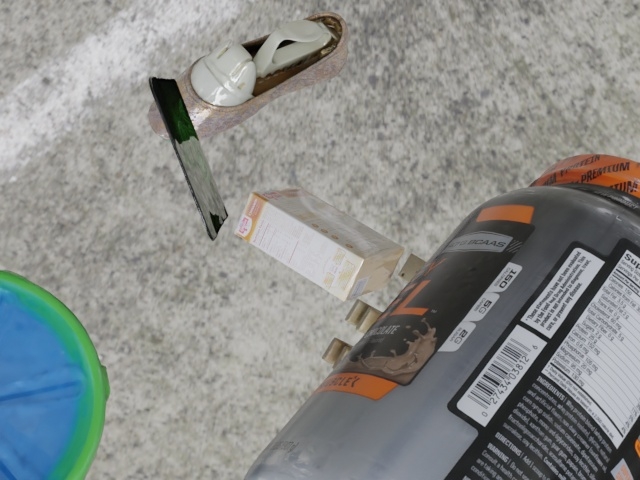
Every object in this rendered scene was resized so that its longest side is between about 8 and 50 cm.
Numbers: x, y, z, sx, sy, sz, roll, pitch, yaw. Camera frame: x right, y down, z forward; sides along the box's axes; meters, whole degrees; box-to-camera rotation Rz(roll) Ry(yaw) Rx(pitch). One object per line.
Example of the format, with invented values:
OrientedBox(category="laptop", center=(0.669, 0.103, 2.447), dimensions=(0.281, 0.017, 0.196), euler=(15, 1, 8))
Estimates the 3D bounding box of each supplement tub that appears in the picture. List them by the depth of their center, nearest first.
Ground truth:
OrientedBox(category="supplement tub", center=(0.126, 0.106, 0.632), dimensions=(0.207, 0.338, 0.207), euler=(32, 150, 21))

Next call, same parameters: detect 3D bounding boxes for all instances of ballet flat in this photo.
OrientedBox(category="ballet flat", center=(-0.089, -0.233, 1.271), dimensions=(0.107, 0.316, 0.106), euler=(51, 151, 13))

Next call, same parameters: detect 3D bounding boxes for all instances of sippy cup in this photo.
OrientedBox(category="sippy cup", center=(-0.306, 0.168, 0.814), dimensions=(0.240, 0.305, 0.224), euler=(-2, 156, -17))

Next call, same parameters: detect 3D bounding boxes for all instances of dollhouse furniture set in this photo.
OrientedBox(category="dollhouse furniture set", center=(0.163, 0.171, 1.545), dimensions=(0.161, 0.212, 0.242), euler=(30, 93, -34))

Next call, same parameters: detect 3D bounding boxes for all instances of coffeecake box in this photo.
OrientedBox(category="coffeecake box", center=(0.000, 0.000, 1.303), dimensions=(0.186, 0.142, 0.068), euler=(31, 109, 21))

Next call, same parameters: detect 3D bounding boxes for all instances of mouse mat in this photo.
OrientedBox(category="mouse mat", center=(-0.121, -0.082, 0.903), dimensions=(0.007, 0.189, 0.152), euler=(-21, 99, 1))
